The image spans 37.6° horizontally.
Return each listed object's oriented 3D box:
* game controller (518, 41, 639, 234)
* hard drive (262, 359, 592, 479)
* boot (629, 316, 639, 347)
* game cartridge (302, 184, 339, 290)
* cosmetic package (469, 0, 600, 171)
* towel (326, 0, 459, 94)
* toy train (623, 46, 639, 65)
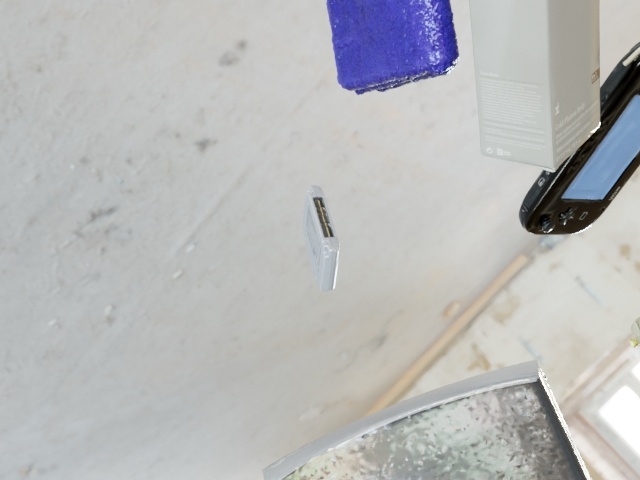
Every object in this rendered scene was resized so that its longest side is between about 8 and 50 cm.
[{"bbox_3d":[0.400,-0.132,1.290,0.166,0.067,0.319,6,129,-33],"label":"game controller"},{"bbox_3d":[0.091,0.212,0.761,0.254,0.172,0.054,-22,164,2],"label":"hard drive"},{"bbox_3d":[0.275,0.135,0.679,0.077,0.165,0.213,-12,150,-14],"label":"boot"},{"bbox_3d":[0.000,0.000,0.795,0.017,0.083,0.056,-1,133,-14],"label":"game cartridge"},{"bbox_3d":[0.237,-0.214,1.029,0.127,0.107,0.238,-39,134,-36],"label":"cosmetic package"},{"bbox_3d":[0.061,-0.335,1.126,0.076,0.308,0.227,-15,-174,-23],"label":"towel"},{"bbox_3d":[0.406,-0.222,0.890,0.248,0.105,0.143,-38,-166,23],"label":"toy train"}]
